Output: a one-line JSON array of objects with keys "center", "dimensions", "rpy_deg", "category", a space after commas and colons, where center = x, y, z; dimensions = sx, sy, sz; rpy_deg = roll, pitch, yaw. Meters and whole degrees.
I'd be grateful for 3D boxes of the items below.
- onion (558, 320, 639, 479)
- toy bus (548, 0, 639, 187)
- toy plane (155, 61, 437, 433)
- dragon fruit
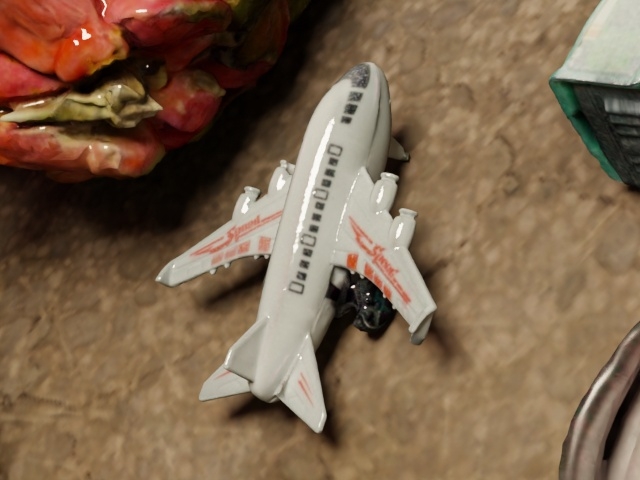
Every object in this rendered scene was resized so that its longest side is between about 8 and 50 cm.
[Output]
[{"center": [0.206, 0.152, 0.495], "dimensions": [0.267, 0.159, 0.348], "rpy_deg": [-10, 65, 47], "category": "onion"}, {"center": [0.219, -0.054, 0.658], "dimensions": [0.262, 0.091, 0.109], "rpy_deg": [12, 62, 40], "category": "toy bus"}, {"center": [0.000, 0.000, 0.807], "dimensions": [0.162, 0.065, 0.171], "rpy_deg": [10, 69, 42], "category": "toy plane"}, {"center": [-0.149, -0.154, 0.878], "dimensions": [0.296, 0.314, 0.262], "rpy_deg": [2, 82, 48], "category": "dragon fruit"}]
